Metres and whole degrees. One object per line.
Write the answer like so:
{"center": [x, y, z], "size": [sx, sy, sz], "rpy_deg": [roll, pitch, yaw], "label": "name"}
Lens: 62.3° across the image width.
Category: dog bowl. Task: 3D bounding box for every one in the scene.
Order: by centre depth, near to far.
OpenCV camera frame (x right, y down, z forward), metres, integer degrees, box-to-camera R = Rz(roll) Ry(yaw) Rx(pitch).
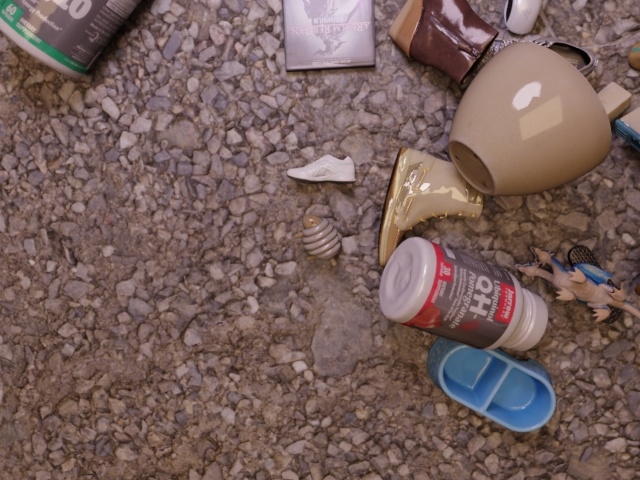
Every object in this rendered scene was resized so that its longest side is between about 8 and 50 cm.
{"center": [0.384, 0.316, 1.177], "size": [0.297, 0.074, 0.166], "rpy_deg": [28, 98, 1], "label": "dog bowl"}

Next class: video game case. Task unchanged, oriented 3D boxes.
{"center": [0.016, -0.506, 1.126], "size": [0.196, 0.026, 0.274], "rpy_deg": [-2, 96, 5], "label": "video game case"}

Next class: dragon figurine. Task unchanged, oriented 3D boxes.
{"center": [0.553, 0.098, 1.095], "size": [0.289, 0.144, 0.085], "rpy_deg": [24, 107, 9], "label": "dragon figurine"}

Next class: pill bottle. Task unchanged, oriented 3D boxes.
{"center": [-0.471, -0.530, 1.068], "size": [0.204, 0.204, 0.361], "rpy_deg": [41, 98, -2], "label": "pill bottle"}
{"center": [0.296, 0.123, 1.086], "size": [0.319, 0.176, 0.176], "rpy_deg": [20, 99, -17], "label": "pill bottle"}

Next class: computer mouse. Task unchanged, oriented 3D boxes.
{"center": [0.410, -0.503, 1.035], "size": [0.106, 0.042, 0.193], "rpy_deg": [7, 90, -8], "label": "computer mouse"}

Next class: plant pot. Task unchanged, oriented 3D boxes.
{"center": [0.354, -0.193, 0.993], "size": [0.191, 0.284, 0.284], "rpy_deg": [-37, 93, -4], "label": "plant pot"}

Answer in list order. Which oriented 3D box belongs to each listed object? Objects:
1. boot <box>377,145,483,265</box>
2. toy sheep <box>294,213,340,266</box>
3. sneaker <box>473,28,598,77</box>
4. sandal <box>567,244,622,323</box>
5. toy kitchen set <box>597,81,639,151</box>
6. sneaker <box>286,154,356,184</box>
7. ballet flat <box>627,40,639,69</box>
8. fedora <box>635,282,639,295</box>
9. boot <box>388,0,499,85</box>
{"center": [0.236, -0.053, 1.135], "size": [0.204, 0.095, 0.262], "rpy_deg": [13, 95, 1], "label": "boot"}
{"center": [0.000, 0.000, 1.162], "size": [0.091, 0.091, 0.132], "rpy_deg": [-29, 108, 7], "label": "toy sheep"}
{"center": [0.415, -0.380, 1.064], "size": [0.281, 0.115, 0.105], "rpy_deg": [7, 97, 6], "label": "sneaker"}
{"center": [0.599, 0.094, 1.156], "size": [0.067, 0.040, 0.179], "rpy_deg": [-24, 80, 1], "label": "sandal"}
{"center": [0.636, -0.189, 1.103], "size": [0.122, 0.166, 0.207], "rpy_deg": [-39, 56, 7], "label": "toy kitchen set"}
{"center": [0.001, -0.155, 1.161], "size": [0.152, 0.054, 0.061], "rpy_deg": [0, 88, -2], "label": "sneaker"}
{"center": [0.747, -0.359, 1.066], "size": [0.232, 0.073, 0.080], "rpy_deg": [8, 98, 3], "label": "ballet flat"}
{"center": [0.747, 0.056, 1.097], "size": [0.194, 0.194, 0.079], "rpy_deg": [-11, 60, 5], "label": "fedora"}
{"center": [0.273, -0.460, 1.052], "size": [0.207, 0.090, 0.248], "rpy_deg": [40, 114, 22], "label": "boot"}
